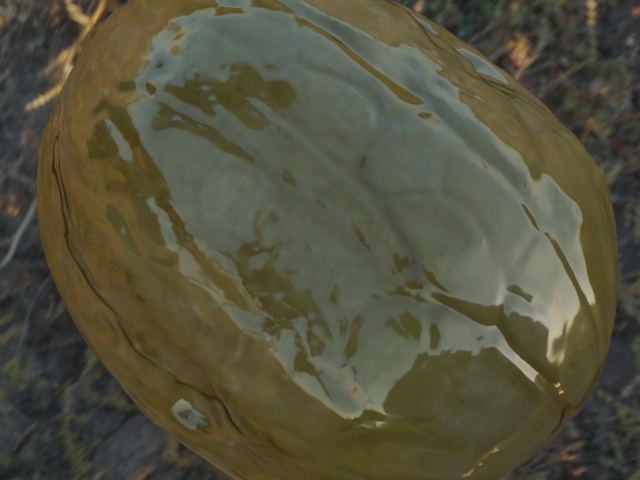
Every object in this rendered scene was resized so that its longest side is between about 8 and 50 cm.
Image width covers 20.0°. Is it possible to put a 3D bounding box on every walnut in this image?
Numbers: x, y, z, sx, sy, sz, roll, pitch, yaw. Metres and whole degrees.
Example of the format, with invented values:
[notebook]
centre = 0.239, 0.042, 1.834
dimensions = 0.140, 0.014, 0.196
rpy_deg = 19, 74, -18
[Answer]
[walnut]
centre = 0.000, 0.000, 0.663
dimensions = 0.225, 0.193, 0.193
rpy_deg = 39, 67, -6
